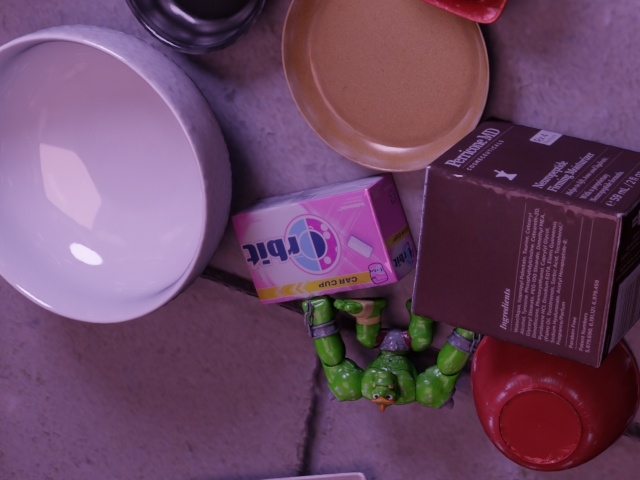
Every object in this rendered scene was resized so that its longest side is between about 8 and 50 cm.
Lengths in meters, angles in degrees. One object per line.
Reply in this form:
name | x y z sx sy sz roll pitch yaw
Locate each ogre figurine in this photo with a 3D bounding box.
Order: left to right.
ogre figurine | 0.080 0.122 2.086 0.197 0.097 0.118 0 99 -6

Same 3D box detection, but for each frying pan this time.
frying pan | -0.187 -0.310 2.076 0.326 0.053 0.197 14 111 28

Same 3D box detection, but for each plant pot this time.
plant pot | 0.070 -0.187 1.999 0.236 0.032 0.236 10 114 24

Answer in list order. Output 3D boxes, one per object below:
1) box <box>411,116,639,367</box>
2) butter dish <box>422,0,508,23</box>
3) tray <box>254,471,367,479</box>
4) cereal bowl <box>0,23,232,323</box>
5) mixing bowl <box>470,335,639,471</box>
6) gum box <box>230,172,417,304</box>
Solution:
box | 0.220 -0.002 1.908 0.203 0.168 0.167 15 117 22
butter dish | 0.117 -0.308 1.856 0.160 0.118 0.160 25 101 19
tray | -0.039 0.342 2.275 0.270 0.030 0.145 -9 104 31
cereal bowl | -0.239 -0.085 2.144 0.339 0.141 0.339 11 115 24
mixing bowl | 0.233 0.170 1.995 0.181 0.098 0.181 7 114 15
gum box | 0.000 0.000 2.094 0.188 0.062 0.107 -10 104 31
